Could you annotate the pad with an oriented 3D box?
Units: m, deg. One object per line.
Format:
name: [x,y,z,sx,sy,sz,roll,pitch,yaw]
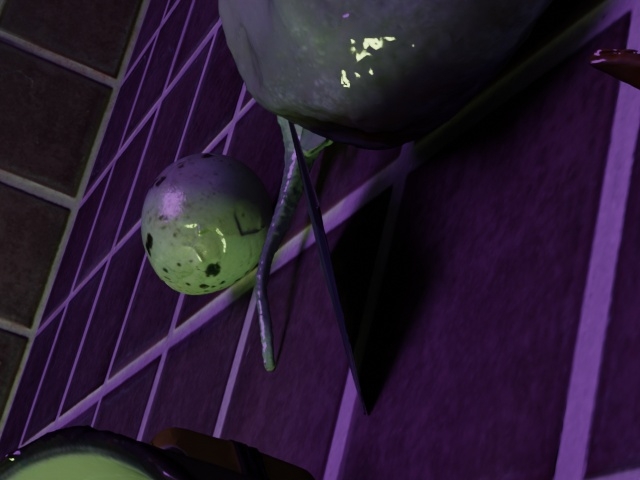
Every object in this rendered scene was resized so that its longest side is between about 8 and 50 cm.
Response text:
pad: [0.000,0.000,0.978,0.243,0.004,0.164,-107,4,-65]

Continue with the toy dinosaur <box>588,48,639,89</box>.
toy dinosaur: [0.129,0.102,0.434,0.206,0.112,0.327,-161,91,-73]

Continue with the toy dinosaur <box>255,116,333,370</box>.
toy dinosaur: [-0.023,-0.088,1.176,0.129,0.076,0.383,76,-149,-60]

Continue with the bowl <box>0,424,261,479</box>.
bowl: [-0.039,0.260,0.538,0.354,0.185,0.354,-18,66,46]

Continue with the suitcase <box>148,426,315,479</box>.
suitcase: [-0.062,0.243,0.797,0.194,0.143,0.235,-65,18,14]

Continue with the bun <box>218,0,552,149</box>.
bun: [0.054,-0.233,0.911,0.362,0.211,0.362,-160,90,-78]

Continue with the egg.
egg: [-0.114,-0.009,1.307,0.131,0.131,0.164,-87,12,-48]
